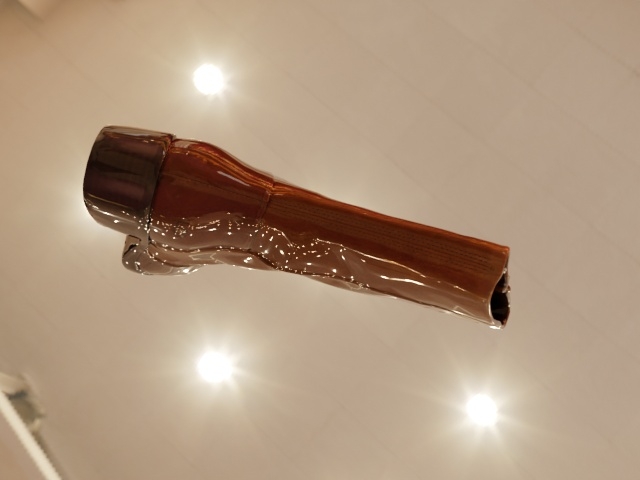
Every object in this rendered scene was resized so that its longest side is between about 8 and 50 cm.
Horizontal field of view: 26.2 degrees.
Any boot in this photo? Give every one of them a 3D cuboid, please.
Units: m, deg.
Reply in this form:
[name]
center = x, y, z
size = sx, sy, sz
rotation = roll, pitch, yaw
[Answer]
[boot]
center = 0.000, 0.000, 0.964
size = 0.281, 0.264, 0.096
rotation = 15, -106, 7
